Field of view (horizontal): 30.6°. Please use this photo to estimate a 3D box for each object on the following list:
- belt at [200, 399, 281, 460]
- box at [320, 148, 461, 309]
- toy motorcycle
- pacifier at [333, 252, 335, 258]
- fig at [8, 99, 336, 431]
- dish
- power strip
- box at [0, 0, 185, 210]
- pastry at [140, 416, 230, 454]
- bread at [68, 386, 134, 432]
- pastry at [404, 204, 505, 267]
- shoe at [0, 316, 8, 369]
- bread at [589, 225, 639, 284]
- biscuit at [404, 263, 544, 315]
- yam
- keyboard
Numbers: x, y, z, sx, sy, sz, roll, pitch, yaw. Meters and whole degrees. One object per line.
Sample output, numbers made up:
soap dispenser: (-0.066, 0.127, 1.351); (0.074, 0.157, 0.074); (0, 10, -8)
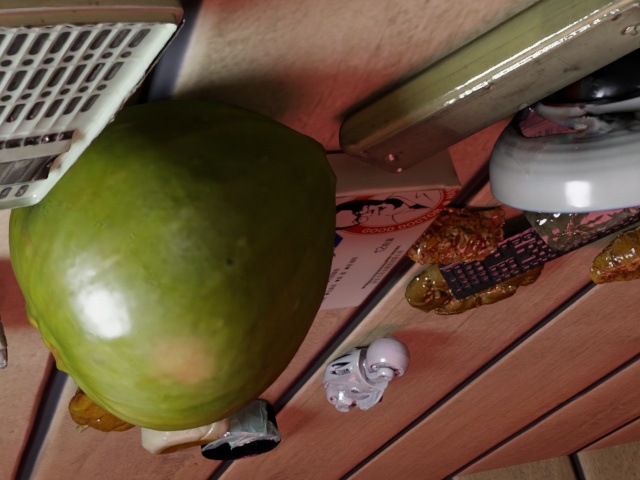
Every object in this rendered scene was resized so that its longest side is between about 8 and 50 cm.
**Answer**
belt: (-0.150, 0.354, 2.170); (0.151, 0.078, 0.198); (-16, 158, 6)
box: (0.000, 0.000, 1.410); (0.214, 0.069, 0.353); (-6, 155, -22)
toy motorcycle: (0.065, 0.225, 1.989); (0.112, 0.113, 0.254); (-5, 158, -24)
pacifier: (-0.012, -0.009, 1.244); (0.064, 0.068, 0.083); (-58, 164, 13)
fig: (-0.117, 0.004, 1.059); (0.316, 0.316, 0.316); (-13, 159, -5)
dish: (0.292, -0.135, 1.170); (0.273, 0.134, 0.273); (-14, -163, 4)
power strip: (0.185, -0.170, 1.113); (0.387, 0.066, 0.092); (-26, 155, 32)
box: (-0.236, -0.134, 0.741); (0.220, 0.166, 0.290); (-11, 161, -41)
pastry: (-0.232, 0.308, 1.983); (0.156, 0.092, 0.156); (-10, 158, -4)
bread: (-0.284, 0.215, 1.729); (0.124, 0.084, 0.344); (25, 141, -26)
pastry: (0.171, -0.001, 1.518); (0.169, 0.063, 0.087); (-2, 153, -28)
shoe: (-0.422, 0.101, 1.323); (0.125, 0.099, 0.227); (-12, 163, -15)
bread: (0.514, 0.007, 1.749); (0.233, 0.076, 0.105); (-15, 148, 20)
biscuit: (0.231, 0.061, 1.745); (0.225, 0.042, 0.226); (-14, 160, -5)
yam: (0.331, -0.055, 1.446); (0.183, 0.107, 0.107); (-29, 155, 27)
keyboard: (0.316, -0.002, 1.611); (0.309, 0.018, 0.101); (-24, 143, 9)
